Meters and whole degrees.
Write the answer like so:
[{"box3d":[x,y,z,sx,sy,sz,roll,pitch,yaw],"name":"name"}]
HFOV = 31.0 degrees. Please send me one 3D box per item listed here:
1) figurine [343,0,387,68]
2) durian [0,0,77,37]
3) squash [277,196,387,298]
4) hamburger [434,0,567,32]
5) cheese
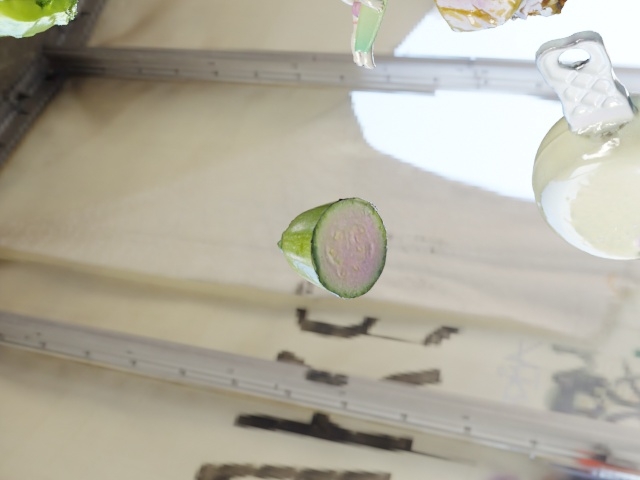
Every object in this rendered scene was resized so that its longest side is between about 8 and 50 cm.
[{"box3d":[0.043,-0.300,1.396,0.083,0.083,0.188,-33,-55,-55],"name":"figurine"},{"box3d":[-0.280,-0.235,1.013,0.132,0.375,0.107,75,-166,-70],"name":"durian"},{"box3d":[-0.008,0.003,1.206,0.105,0.132,0.105,-4,-84,-38],"name":"squash"},{"box3d":[0.177,-0.340,1.180,0.155,0.245,0.282,-45,-6,-25],"name":"hamburger"},{"box3d":[0.214,-0.069,0.904,0.248,0.163,0.071,28,-130,-34],"name":"cheese"}]
